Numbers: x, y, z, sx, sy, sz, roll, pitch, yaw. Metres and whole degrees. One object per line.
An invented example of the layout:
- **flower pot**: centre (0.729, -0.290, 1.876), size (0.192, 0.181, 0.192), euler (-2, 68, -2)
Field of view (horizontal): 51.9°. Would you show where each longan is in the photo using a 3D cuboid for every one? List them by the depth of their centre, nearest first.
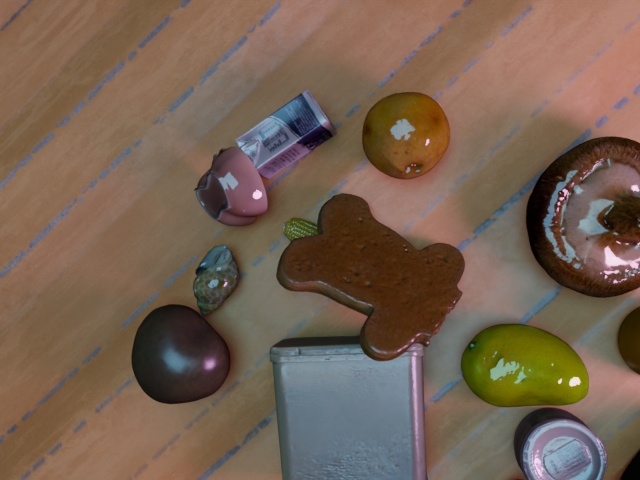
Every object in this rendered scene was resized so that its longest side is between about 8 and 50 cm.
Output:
- **longan**: centre (-0.344, 0.275, 1.600), size (0.246, 0.215, 0.245), euler (-1, 101, -7)

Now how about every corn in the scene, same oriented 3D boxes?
- **corn**: centre (0.000, 0.000, 1.631), size (0.206, 0.067, 0.067), euler (24, 90, 9)

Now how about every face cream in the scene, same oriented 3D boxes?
- **face cream**: centre (0.522, 0.468, 1.449), size (0.177, 0.153, 0.177), euler (-1, 86, 10)

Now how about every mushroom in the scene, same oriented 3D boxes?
- **mushroom**: centre (0.619, -0.047, 1.452), size (0.345, 0.239, 0.345), euler (-5, 63, 10)

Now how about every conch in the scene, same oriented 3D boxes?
- **conch**: centre (-0.261, 0.099, 1.658), size (0.116, 0.106, 0.172), euler (1, 67, 30)

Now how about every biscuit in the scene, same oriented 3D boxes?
- **biscuit**: centre (0.114, 0.086, 1.504), size (0.394, 0.076, 0.368), euler (29, 53, 14)

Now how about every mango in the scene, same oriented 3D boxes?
- **mango**: centre (0.454, 0.280, 1.480), size (0.273, 0.149, 0.185), euler (-4, 78, 5)

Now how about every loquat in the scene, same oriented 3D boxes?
- **loquat**: centre (0.198, -0.249, 1.548), size (0.208, 0.208, 0.208), euler (-1, 85, 11)

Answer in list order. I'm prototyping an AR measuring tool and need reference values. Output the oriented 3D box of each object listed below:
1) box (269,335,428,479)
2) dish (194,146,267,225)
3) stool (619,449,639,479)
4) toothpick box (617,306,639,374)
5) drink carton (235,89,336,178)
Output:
- **box**: centre (0.072, 0.401, 1.532), size (0.352, 0.177, 0.343), euler (-3, 86, 10)
- **dish**: centre (-0.235, -0.121, 1.615), size (0.090, 0.213, 0.213), euler (-31, 77, -37)
- **stool**: centre (0.829, 0.562, 1.319), size (0.330, 0.297, 0.297), euler (42, 94, 8)
- **toothpick box**: centre (0.739, 0.218, 1.364), size (0.175, 0.271, 0.174), euler (-1, 85, 11)
- **drink carton**: centre (-0.084, -0.256, 1.632), size (0.222, 0.134, 0.101), euler (-34, 83, 7)
